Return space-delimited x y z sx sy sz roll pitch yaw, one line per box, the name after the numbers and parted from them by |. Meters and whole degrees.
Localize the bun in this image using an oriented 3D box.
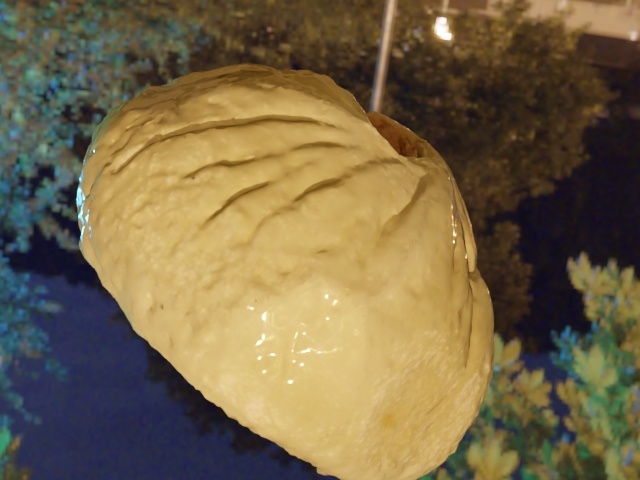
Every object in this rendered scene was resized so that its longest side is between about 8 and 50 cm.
0.000 0.000 0.526 0.220 0.134 0.220 40 -165 -13 | bun
